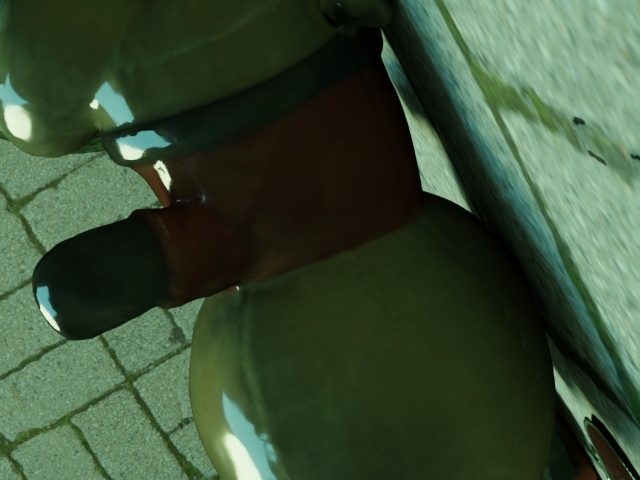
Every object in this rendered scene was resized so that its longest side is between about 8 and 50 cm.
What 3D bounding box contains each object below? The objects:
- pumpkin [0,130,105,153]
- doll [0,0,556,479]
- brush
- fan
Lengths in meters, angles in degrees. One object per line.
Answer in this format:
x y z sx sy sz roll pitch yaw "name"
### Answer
-0.190 -0.229 0.913 0.327 0.257 0.291 52 137 -3 "pumpkin"
0.000 0.000 0.561 0.330 0.174 0.235 63 -150 -10 "doll"
0.170 0.185 0.837 0.070 0.051 0.323 53 173 35 "brush"
0.155 0.124 0.636 0.085 0.005 0.133 60 180 -4 "fan"
